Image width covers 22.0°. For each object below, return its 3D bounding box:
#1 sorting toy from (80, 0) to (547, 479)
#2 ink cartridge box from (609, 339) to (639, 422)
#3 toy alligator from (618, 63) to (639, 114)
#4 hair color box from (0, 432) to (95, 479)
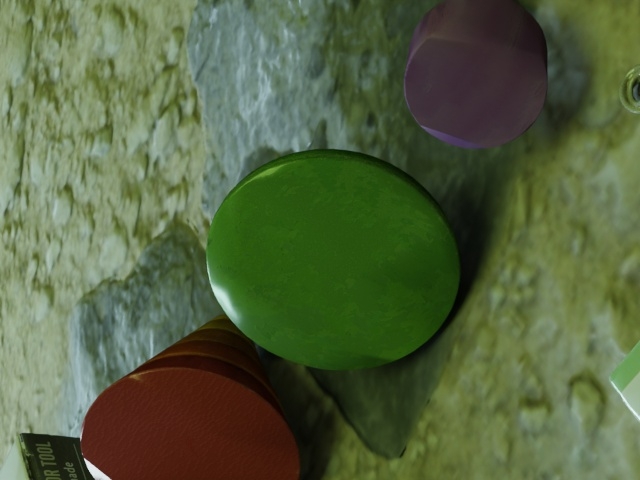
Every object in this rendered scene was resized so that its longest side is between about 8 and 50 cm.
[{"bbox_3d":[0.000,0.000,0.875,0.365,0.127,0.126,-53,13,31],"label":"sorting toy"},{"bbox_3d":[0.220,0.077,0.543,0.235,0.056,0.171,55,129,28],"label":"ink cartridge box"},{"bbox_3d":[0.171,-0.078,0.650,0.189,0.051,0.056,-12,73,55],"label":"toy alligator"},{"bbox_3d":[-0.186,0.307,1.049,0.339,0.110,0.185,-61,37,30],"label":"hair color box"}]
